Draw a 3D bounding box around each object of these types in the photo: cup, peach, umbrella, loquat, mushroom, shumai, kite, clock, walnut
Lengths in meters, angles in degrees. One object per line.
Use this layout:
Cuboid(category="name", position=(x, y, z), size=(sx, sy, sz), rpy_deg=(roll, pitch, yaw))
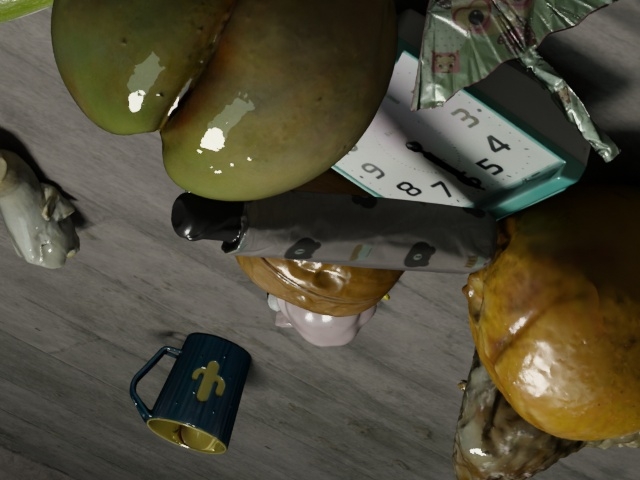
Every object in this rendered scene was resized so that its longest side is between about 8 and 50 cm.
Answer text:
Cuboid(category="cup", position=(-0.201, 0.227, 2.560), size=(0.176, 0.155, 0.131), rpy_deg=(23, 157, -4))
Cuboid(category="peach", position=(-0.073, -0.185, 1.388), size=(0.292, 0.292, 0.247), rpy_deg=(17, -179, 7))
Cuboid(category="umbrella", position=(0.018, -0.010, 1.530), size=(0.337, 0.067, 0.073), rpy_deg=(6, 156, -33))
Cuboid(category="loquat", position=(0.288, 0.062, 1.661), size=(0.283, 0.276, 0.276), rpy_deg=(-10, 155, -2))
Cuboid(category="mushroom", position=(-0.395, -0.047, 2.180), size=(0.099, 0.096, 0.278), rpy_deg=(9, 151, 20))
Cuboid(category="shumai", position=(0.297, 0.199, 1.929), size=(0.262, 0.267, 0.314), rpy_deg=(12, -163, 12))
Cuboid(category="kite", position=(0.175, -0.164, 1.421), size=(0.229, 0.012, 0.250), rpy_deg=(-32, 102, 24))
Cuboid(category="clock", position=(0.110, -0.119, 1.604), size=(0.231, 0.116, 0.262), rpy_deg=(32, 153, -16))
Cuboid(category="walnut", position=(0.000, 0.000, 1.884), size=(0.207, 0.167, 0.167), rpy_deg=(22, 157, -12))

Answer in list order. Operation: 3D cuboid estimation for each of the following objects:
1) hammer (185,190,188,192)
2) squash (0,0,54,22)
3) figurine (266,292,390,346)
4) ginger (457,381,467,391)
Cuboid(category="hammer", position=(-0.071, -0.147, 1.549), size=(0.158, 0.227, 0.041), rpy_deg=(-13, 150, -7))
Cuboid(category="squash", position=(-0.261, -0.264, 1.603), size=(0.132, 0.105, 0.105), rpy_deg=(-1, 152, 14))
Cuboid(category="figurine", position=(-0.003, 0.082, 2.143), size=(0.137, 0.112, 0.229), rpy_deg=(24, 167, -23))
Cuboid(category="ginger", position=(0.231, 0.235, 2.389), size=(0.097, 0.030, 0.048), rpy_deg=(30, 154, -19))
